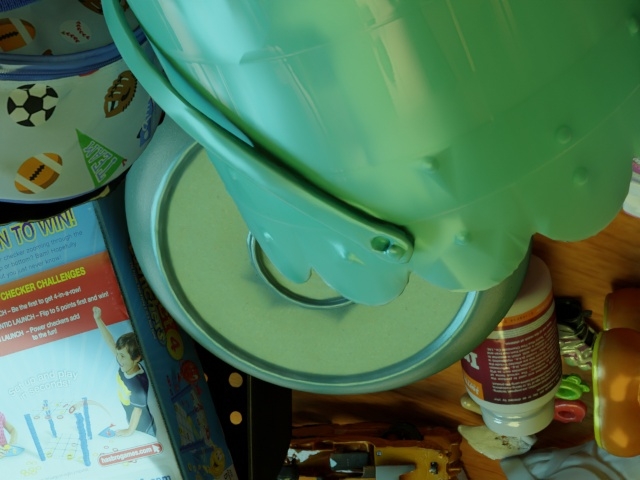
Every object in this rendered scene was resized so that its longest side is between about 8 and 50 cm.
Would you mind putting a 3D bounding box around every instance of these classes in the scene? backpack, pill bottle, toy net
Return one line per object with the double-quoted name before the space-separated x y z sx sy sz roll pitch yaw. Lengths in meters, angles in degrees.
"backpack" -0.215 -0.142 0.683 0.263 0.276 0.213 15 134 -6
"pill bottle" 0.160 0.090 0.966 0.086 0.086 0.152 0 124 22
"toy net" 0.199 0.161 1.128 0.122 0.045 0.232 12 150 11

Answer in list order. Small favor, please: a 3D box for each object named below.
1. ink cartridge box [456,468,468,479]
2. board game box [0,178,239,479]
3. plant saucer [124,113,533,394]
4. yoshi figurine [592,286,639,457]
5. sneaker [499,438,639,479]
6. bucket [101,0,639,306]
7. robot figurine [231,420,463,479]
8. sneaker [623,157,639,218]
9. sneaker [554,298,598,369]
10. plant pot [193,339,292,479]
"ink cartridge box" 0.122 0.390 1.359 0.114 0.197 0.273 0 144 21
"board game box" -0.255 0.133 0.997 0.308 0.086 0.302 -16 92 22
"plant saucer" 0.000 0.000 0.860 0.318 0.043 0.317 5 121 8
"yoshi figurine" 0.405 0.120 0.875 0.362 0.203 0.203 -4 158 23
"sneaker" 0.283 0.238 1.151 0.108 0.169 0.292 59 177 2
"bucket" 0.037 -0.126 0.571 0.281 0.281 0.183 -7 131 30
"robot figurine" 0.002 0.243 1.222 0.291 0.085 0.211 -4 178 13
"sneaker" 0.153 -0.097 0.730 0.252 0.103 0.111 11 143 -5
"sneaker" 0.228 0.079 1.002 0.098 0.038 0.069 20 147 -8
"plant pot" -0.118 0.146 1.094 0.188 0.187 0.167 0 -179 21
